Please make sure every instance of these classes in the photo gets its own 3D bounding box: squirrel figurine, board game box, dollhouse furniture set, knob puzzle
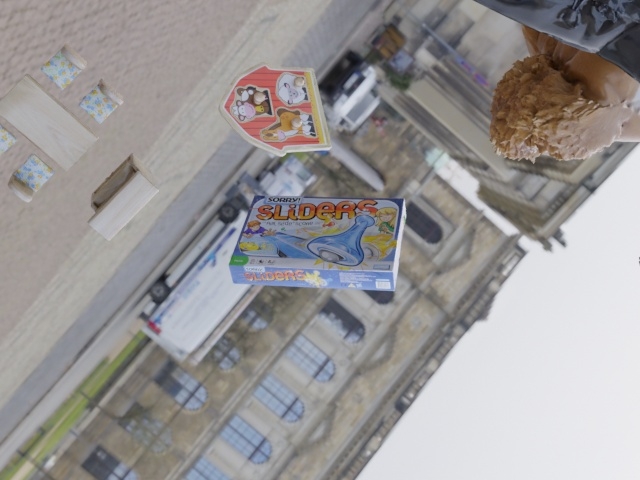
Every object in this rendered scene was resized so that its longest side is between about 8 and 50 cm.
[{"bbox_3d":[0.470,-0.328,1.506,0.397,0.281,0.370,-39,-138,0],"label":"squirrel figurine"},{"bbox_3d":[0.000,0.000,1.003,0.136,0.201,0.035,-76,163,-46],"label":"board game box"},{"bbox_3d":[-0.374,-0.137,1.212,0.212,0.242,0.161,-45,-157,2],"label":"dollhouse furniture set"},{"bbox_3d":[-0.085,-0.241,1.433,0.213,0.213,0.030,-51,180,-29],"label":"knob puzzle"}]

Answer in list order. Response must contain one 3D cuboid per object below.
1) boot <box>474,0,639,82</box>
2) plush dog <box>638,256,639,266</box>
[{"bbox_3d":[0.373,-0.435,1.040,0.367,0.445,0.146,-61,170,24],"label":"boot"},{"bbox_3d":[0.474,-0.004,0.874,0.225,0.210,0.262,-6,158,-13],"label":"plush dog"}]
